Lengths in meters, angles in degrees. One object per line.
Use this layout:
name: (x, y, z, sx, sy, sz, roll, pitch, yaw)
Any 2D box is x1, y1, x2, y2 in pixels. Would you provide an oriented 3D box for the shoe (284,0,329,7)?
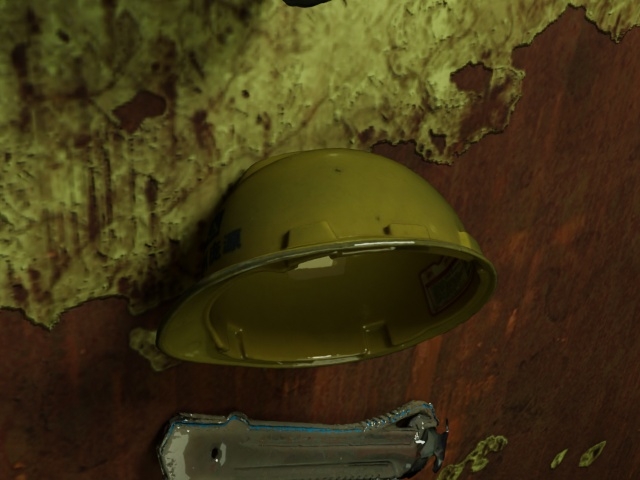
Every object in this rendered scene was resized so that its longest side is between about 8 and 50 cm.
shoe: (-0.116, -0.181, 0.432, 0.171, 0.132, 0.336, -37, 151, 16)

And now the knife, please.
knife: (-0.007, 0.202, 0.842, 0.365, 0.043, 0.089, 10, 78, -40)

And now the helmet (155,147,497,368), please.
helmet: (0.000, 0.000, 0.638, 0.257, 0.140, 0.205, 4, 148, -28)
